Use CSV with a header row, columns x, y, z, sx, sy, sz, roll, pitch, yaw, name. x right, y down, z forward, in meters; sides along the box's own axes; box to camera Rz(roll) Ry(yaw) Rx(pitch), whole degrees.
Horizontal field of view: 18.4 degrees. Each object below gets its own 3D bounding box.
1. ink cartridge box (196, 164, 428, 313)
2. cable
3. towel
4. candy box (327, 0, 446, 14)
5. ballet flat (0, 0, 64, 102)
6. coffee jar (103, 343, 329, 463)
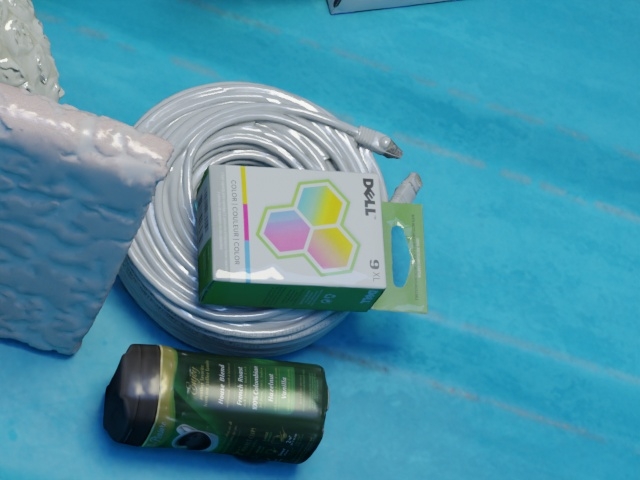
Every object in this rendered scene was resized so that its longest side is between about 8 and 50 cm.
x,y,z,sx,sy,sz,roll,pitch,yaw,name
0.000,0.000,1.707,0.209,0.062,0.109,4,67,-15,ink cartridge box
-0.067,-0.022,1.783,0.257,0.089,0.257,30,63,-2,cable
-0.312,-0.038,1.587,0.332,0.317,0.053,17,55,-10,towel
0.069,-0.334,1.973,0.165,0.070,0.196,-9,70,-20,candy box
-0.373,-0.260,1.695,0.147,0.147,0.409,-33,94,-27,ballet flat
-0.092,0.140,1.698,0.184,0.096,0.079,8,62,-14,coffee jar
